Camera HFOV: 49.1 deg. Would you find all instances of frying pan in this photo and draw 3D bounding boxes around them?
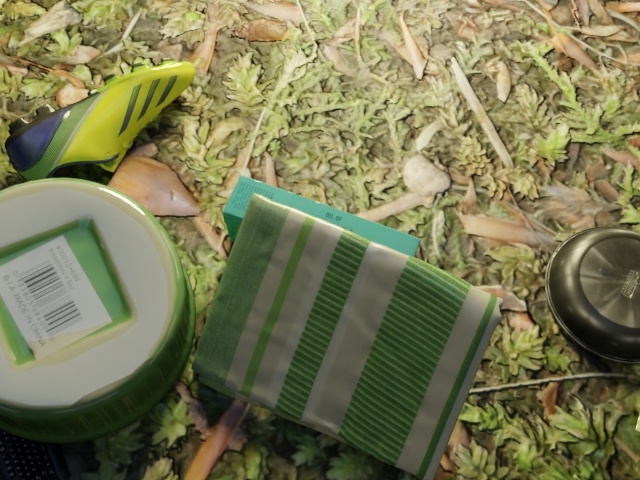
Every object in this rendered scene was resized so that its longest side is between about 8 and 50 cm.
[{"bbox_3d":[0.436,0.111,0.904,0.197,0.053,0.326,-31,67,-15],"label":"frying pan"}]

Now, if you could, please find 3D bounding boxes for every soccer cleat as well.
[{"bbox_3d":[-0.298,-0.165,0.999,0.289,0.093,0.121,-32,101,-19],"label":"soccer cleat"}]

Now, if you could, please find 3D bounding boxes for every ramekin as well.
[{"bbox_3d":[-0.296,0.075,0.814,0.304,0.148,0.303,4,71,-10],"label":"ramekin"}]

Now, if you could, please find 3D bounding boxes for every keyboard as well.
[{"bbox_3d":[-0.381,0.222,0.837,0.100,0.038,0.192,-27,69,-13],"label":"keyboard"}]

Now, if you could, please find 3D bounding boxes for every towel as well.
[{"bbox_3d":[0.026,0.116,0.841,0.325,0.038,0.247,22,96,9],"label":"towel"}]

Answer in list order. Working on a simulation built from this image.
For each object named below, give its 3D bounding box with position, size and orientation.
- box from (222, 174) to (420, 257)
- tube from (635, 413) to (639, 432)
[{"bbox_3d":[0.000,0.000,0.911,0.245,0.100,0.060,20,69,8],"label":"box"},{"bbox_3d":[0.509,0.242,0.844,0.240,0.070,0.062,23,105,14],"label":"tube"}]
